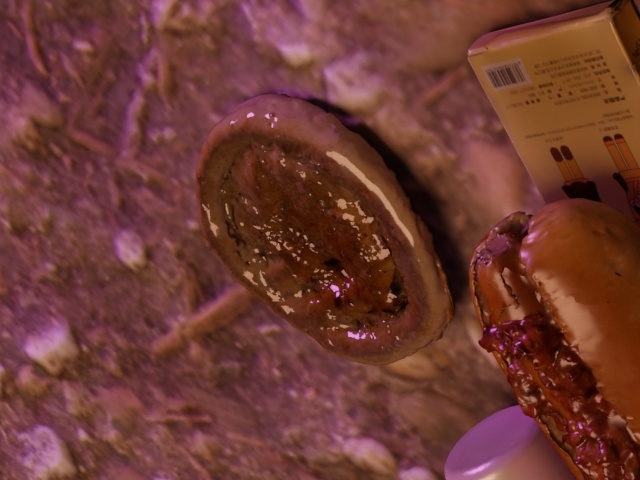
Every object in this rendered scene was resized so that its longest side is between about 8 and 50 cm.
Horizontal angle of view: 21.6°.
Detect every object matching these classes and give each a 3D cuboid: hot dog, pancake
[{"bbox_3d":[0.145,0.088,0.685,0.102,0.076,0.249,-15,123,44],"label":"hot dog"},{"bbox_3d":[0.001,-0.001,0.794,0.152,0.025,0.151,25,137,25],"label":"pancake"}]

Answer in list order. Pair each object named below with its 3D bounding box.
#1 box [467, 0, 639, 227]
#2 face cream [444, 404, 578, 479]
[{"bbox_3d":[0.120,-0.024,0.669,0.073,0.020,0.149,-8,119,45],"label":"box"},{"bbox_3d":[0.151,0.193,0.796,0.082,0.082,0.269,-20,109,49],"label":"face cream"}]
